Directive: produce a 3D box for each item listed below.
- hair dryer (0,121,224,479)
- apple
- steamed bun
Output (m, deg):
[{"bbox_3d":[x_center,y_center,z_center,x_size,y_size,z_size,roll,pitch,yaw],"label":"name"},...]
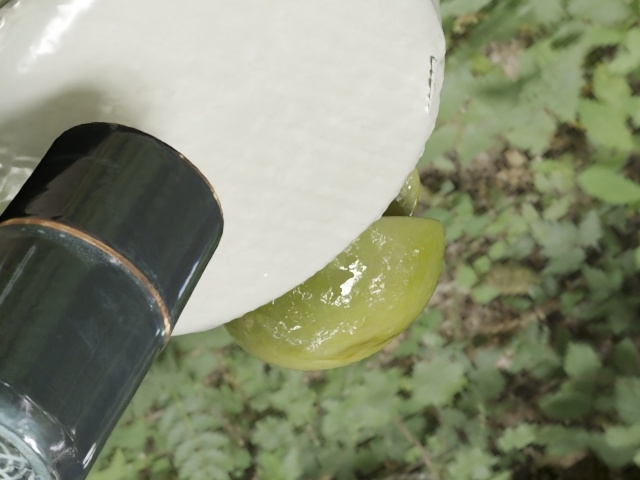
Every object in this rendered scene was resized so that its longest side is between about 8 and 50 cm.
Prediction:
[{"bbox_3d":[-0.211,0.079,0.787,0.107,0.189,0.352,44,137,-20],"label":"hair dryer"},{"bbox_3d":[0.000,0.000,1.602,0.254,0.292,0.292,-4,140,-28],"label":"apple"},{"bbox_3d":[-0.111,-0.121,0.918,0.374,0.241,0.374,-18,137,-18],"label":"steamed bun"}]
